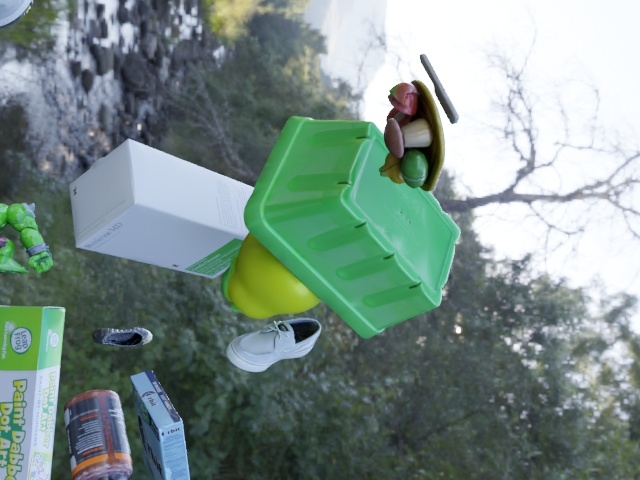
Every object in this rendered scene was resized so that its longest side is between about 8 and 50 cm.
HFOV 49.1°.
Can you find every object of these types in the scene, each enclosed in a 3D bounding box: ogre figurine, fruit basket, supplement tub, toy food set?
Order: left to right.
[{"bbox_3d":[-0.537,-0.007,1.135,0.097,0.197,0.118,48,42,-77],"label":"ogre figurine"},{"bbox_3d":[-0.400,0.378,1.266,0.106,0.106,0.198,101,-27,-51],"label":"supplement tub"},{"bbox_3d":[0.000,0.000,1.219,0.392,0.392,0.283,103,8,-58],"label":"fruit basket"},{"bbox_3d":[0.110,-0.141,0.933,0.218,0.071,0.128,93,-20,-66],"label":"toy food set"}]

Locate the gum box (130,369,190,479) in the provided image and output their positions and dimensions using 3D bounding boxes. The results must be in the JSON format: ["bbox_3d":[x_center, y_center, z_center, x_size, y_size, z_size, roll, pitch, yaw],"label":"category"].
[{"bbox_3d":[-0.257,0.329,1.132,0.157,0.041,0.184,36,-47,54],"label":"gum box"}]

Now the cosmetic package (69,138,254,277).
[{"bbox_3d":[-0.305,-0.053,1.459,0.197,0.365,0.155,-30,-118,31],"label":"cosmetic package"}]

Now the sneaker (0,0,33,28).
[{"bbox_3d":[-0.462,-0.324,0.642,0.147,0.385,0.145,-162,-92,-75],"label":"sneaker"}]

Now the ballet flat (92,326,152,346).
[{"bbox_3d":[-0.495,0.249,1.764,0.049,0.173,0.057,34,-75,37],"label":"ballet flat"}]

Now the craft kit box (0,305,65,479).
[{"bbox_3d":[-0.470,0.208,0.931,0.061,0.247,0.249,35,56,-77],"label":"craft kit box"}]

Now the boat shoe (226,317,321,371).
[{"bbox_3d":[-0.082,0.184,1.322,0.079,0.227,0.081,47,-63,25],"label":"boat shoe"}]
